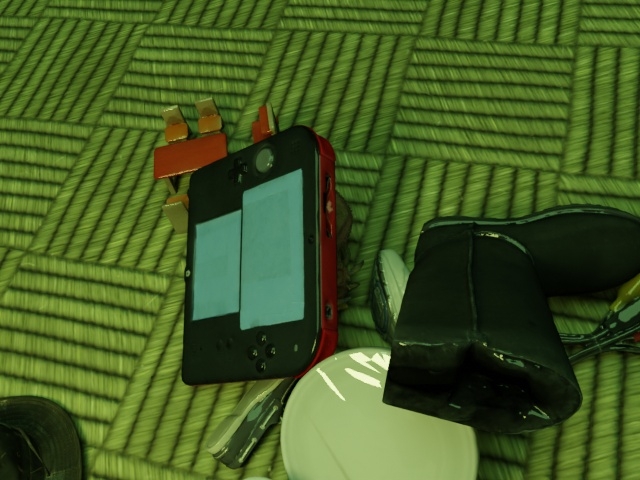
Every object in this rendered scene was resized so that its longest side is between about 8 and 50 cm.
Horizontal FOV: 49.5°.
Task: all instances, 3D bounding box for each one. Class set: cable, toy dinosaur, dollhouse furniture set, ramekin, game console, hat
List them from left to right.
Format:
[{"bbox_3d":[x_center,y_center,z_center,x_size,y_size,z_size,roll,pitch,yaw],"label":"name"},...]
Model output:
[{"bbox_3d":[-0.535,0.381,1.081,0.331,0.134,0.331,-5,57,8],"label":"hat"},{"bbox_3d":[-0.203,-0.177,1.362,0.259,0.135,0.262,-12,56,4],"label":"dollhouse furniture set"},{"bbox_3d":[-0.112,0.031,1.111,0.342,0.060,0.386,-13,70,39],"label":"game console"},{"bbox_3d":[0.000,0.000,1.185,0.200,0.127,0.296,9,66,27],"label":"toy dinosaur"},{"bbox_3d":[0.091,0.273,0.965,0.273,0.127,0.273,1,92,21],"label":"ramekin"},{"bbox_3d":[0.450,0.153,1.083,0.287,0.072,0.139,-31,74,6],"label":"cable"}]

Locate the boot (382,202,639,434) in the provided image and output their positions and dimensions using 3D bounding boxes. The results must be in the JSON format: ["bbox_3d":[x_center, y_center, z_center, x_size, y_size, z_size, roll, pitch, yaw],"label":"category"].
[{"bbox_3d":[0.284,0.078,0.910,0.367,0.146,0.445,-5,15,14],"label":"boot"}]

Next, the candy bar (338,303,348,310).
[{"bbox_3d":[-0.002,0.066,1.238,0.040,0.018,0.161,-26,57,-5],"label":"candy bar"}]

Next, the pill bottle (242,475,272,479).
[{"bbox_3d":[-0.072,0.388,0.961,0.087,0.160,0.087,-5,57,8],"label":"pill bottle"}]

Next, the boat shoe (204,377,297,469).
[{"bbox_3d":[-0.093,0.274,1.112,0.206,0.075,0.065,-46,103,-23],"label":"boat shoe"}]

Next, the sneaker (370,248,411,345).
[{"bbox_3d":[0.168,0.137,1.122,0.129,0.111,0.297,-14,59,-16],"label":"sneaker"}]
